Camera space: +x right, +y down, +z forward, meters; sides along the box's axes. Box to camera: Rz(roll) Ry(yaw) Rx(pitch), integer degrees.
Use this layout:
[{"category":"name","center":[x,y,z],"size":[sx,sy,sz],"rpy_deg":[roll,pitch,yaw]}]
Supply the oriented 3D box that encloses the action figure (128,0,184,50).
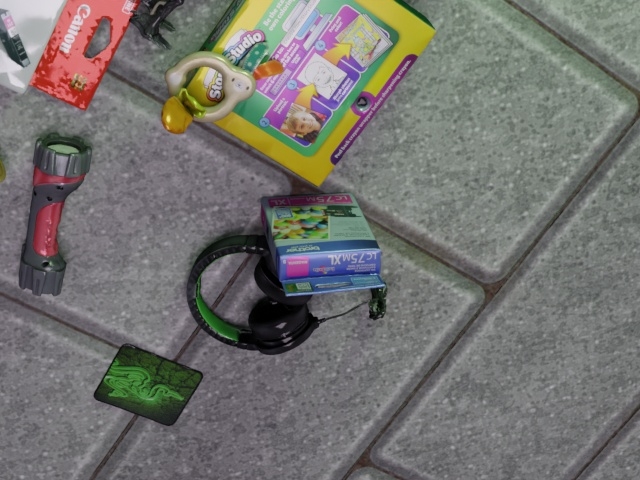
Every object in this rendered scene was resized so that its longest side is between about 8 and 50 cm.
[{"category":"action figure","center":[-0.205,-0.459,1.781],"size":[0.141,0.164,0.275],"rpy_deg":[31,118,-11]}]

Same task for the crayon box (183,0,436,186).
[{"category":"crayon box","center":[-0.029,-0.326,1.905],"size":[0.313,0.106,0.363],"rpy_deg":[31,109,-21]}]

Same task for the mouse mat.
[{"category":"mouse mat","center":[-0.359,0.304,2.226],"size":[0.190,0.007,0.152],"rpy_deg":[25,110,-20]}]

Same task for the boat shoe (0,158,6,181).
[{"category":"boat shoe","center":[-0.675,-0.189,1.868],"size":[0.096,0.098,0.277],"rpy_deg":[-39,108,11]}]

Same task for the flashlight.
[{"category":"flashlight","center":[-0.493,-0.041,1.971],"size":[0.103,0.103,0.304],"rpy_deg":[6,114,-16]}]

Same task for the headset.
[{"category":"headset","center":[-0.064,0.102,2.127],"size":[0.395,0.185,0.243],"rpy_deg":[9,120,2]}]

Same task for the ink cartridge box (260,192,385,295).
[{"category":"ink cartridge box","center":[0.000,0.000,1.961],"size":[0.186,0.311,0.065],"rpy_deg":[-4,119,-9]}]

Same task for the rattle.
[{"category":"rattle","center":[-0.164,-0.258,1.787],"size":[0.200,0.143,0.130],"rpy_deg":[-9,99,6]}]

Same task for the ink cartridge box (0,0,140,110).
[{"category":"ink cartridge box","center":[-0.460,-0.375,1.830],"size":[0.239,0.060,0.275],"rpy_deg":[24,110,-19]}]
